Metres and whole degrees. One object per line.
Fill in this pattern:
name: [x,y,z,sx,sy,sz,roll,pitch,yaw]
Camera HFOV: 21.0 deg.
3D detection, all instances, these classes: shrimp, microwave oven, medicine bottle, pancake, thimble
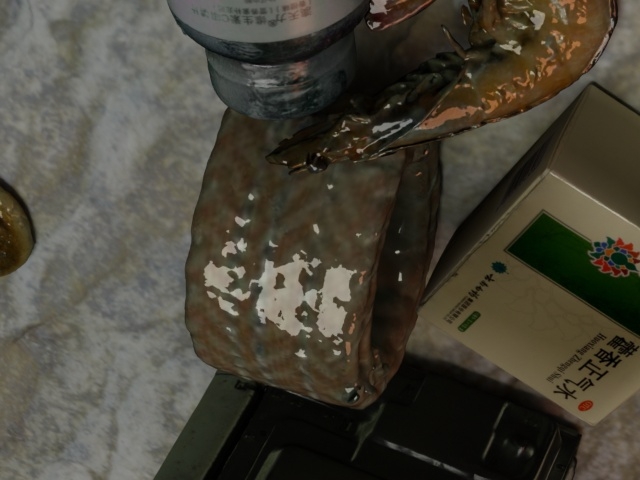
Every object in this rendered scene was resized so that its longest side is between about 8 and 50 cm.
shrimp: [0.069,-0.118,1.102,0.251,0.052,0.143,-29,130,6]
microwave oven: [-0.002,0.299,1.414,0.333,0.394,0.247,19,141,14]
medicine bottle: [-0.038,-0.213,1.073,0.141,0.141,0.293,15,139,20]
pancake: [-0.331,-0.020,1.574,0.158,0.028,0.158,17,138,16]
thimble: [0.001,0.002,1.252,0.148,0.196,0.229,15,110,14]

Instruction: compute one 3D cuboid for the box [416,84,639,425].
box: [0.193,0.017,1.219,0.168,0.095,0.212,31,143,-5]
